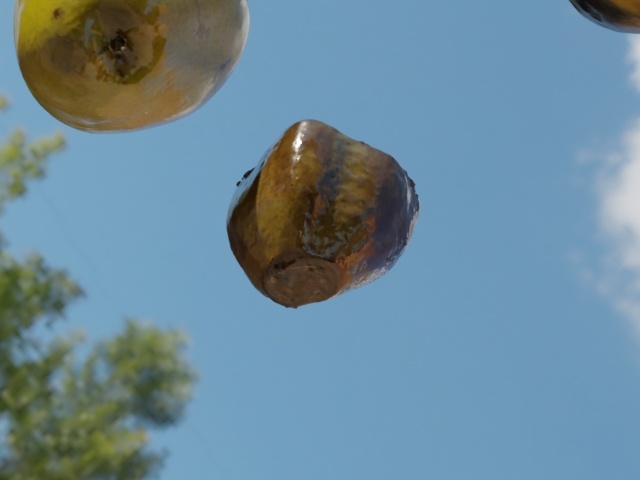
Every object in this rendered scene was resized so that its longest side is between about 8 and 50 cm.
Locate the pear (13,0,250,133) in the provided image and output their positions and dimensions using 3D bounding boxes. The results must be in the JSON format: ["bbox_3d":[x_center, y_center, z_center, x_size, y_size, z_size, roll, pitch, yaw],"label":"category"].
[{"bbox_3d":[-0.225,-0.242,2.162,0.285,0.336,0.285,6,-49,7],"label":"pear"}]

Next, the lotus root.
[{"bbox_3d":[-0.001,0.001,2.037,0.199,0.180,0.188,26,-53,-14],"label":"lotus root"}]

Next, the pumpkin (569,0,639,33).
[{"bbox_3d":[0.300,-0.348,1.684,0.139,0.222,0.317,-101,173,-80],"label":"pumpkin"}]
